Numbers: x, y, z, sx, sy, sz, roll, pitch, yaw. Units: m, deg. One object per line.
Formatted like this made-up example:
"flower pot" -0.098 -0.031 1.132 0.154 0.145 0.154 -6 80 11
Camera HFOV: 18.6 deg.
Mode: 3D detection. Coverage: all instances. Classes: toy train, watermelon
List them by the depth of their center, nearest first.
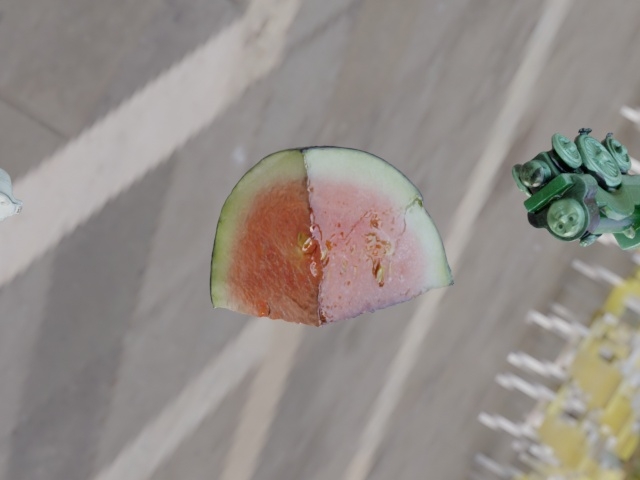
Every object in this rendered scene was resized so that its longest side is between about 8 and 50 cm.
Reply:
"watermelon" -0.001 -0.013 1.499 0.137 0.193 0.145 -83 165 -76
"toy train" 0.242 -0.041 1.767 0.071 0.104 0.178 -37 161 29

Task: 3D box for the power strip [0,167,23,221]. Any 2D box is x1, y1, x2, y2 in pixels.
"power strip" -0.315 -0.036 1.435 0.047 0.191 0.030 116 -28 -51
